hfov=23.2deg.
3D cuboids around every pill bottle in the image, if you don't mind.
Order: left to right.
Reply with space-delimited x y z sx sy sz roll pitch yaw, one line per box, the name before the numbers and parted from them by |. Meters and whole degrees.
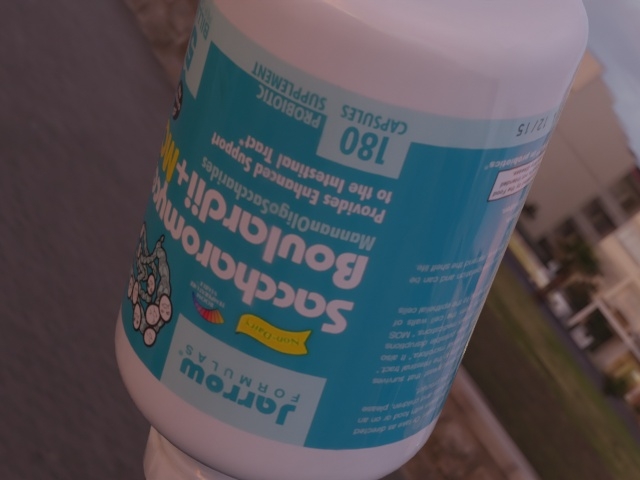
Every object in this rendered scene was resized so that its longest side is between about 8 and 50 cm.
pill bottle | 0.000 0.000 0.638 0.146 0.264 0.146 13 29 -8
